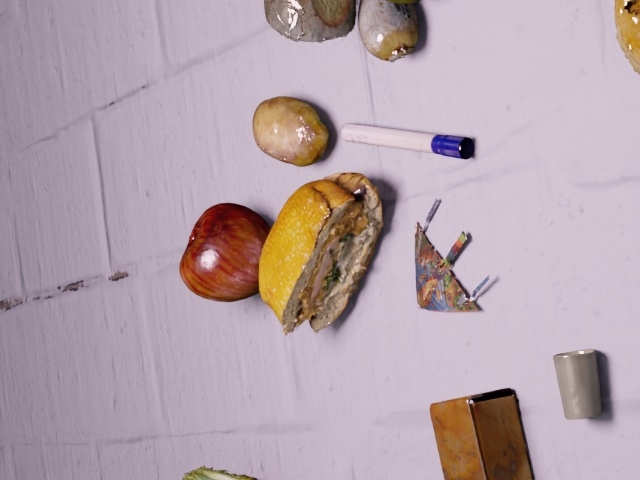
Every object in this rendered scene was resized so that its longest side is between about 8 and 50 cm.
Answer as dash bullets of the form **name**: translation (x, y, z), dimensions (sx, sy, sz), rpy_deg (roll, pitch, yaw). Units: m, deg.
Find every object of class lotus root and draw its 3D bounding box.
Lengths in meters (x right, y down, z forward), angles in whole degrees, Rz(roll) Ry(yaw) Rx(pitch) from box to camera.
- **lotus root**: translation (0.095, -0.332, 1.744), dimensions (0.088, 0.088, 0.165), rpy_deg (-44, 48, 44)

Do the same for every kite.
- **kite**: translation (0.177, 0.045, 1.728), dimensions (0.183, 0.010, 0.160), rpy_deg (59, 138, 34)

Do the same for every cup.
- **cup**: translation (0.324, 0.184, 1.524), dimensions (0.075, 0.054, 0.083), rpy_deg (-10, 88, 50)

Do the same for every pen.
- **pen**: translation (0.123, -0.149, 1.761), dimensions (0.269, 0.033, 0.033), rpy_deg (13, 104, 50)

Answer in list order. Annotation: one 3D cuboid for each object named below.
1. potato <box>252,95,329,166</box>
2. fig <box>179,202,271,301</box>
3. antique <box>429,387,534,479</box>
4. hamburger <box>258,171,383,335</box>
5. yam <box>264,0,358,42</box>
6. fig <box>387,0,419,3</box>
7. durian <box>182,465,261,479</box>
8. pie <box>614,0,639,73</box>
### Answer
- **potato**: translation (-0.048, -0.178, 1.933), dimensions (0.170, 0.080, 0.107), rpy_deg (19, 100, 46)
- **fig**: translation (-0.128, 0.035, 2.022), dimensions (0.175, 0.207, 0.175), rpy_deg (-159, 90, -80)
- **antique**: translation (0.239, 0.363, 1.615), dimensions (0.087, 0.093, 0.310), rpy_deg (-22, 77, 50)
- **hamburger**: translation (0.000, 0.000, 1.846), dimensions (0.156, 0.144, 0.283), rpy_deg (57, 133, 45)
- **yam**: translation (-0.017, -0.424, 1.715), dimensions (0.154, 0.154, 0.254), rpy_deg (23, 123, 48)
- **fig**: translation (0.100, -0.444, 1.697), dimensions (0.149, 0.149, 0.245), rpy_deg (-63, 37, 33)
- **durian**: translation (-0.112, 0.506, 1.984), dimensions (0.394, 0.198, 0.163), rpy_deg (43, 126, 43)
- **pie**: translation (0.430, -0.288, 1.322), dimensions (0.308, 0.085, 0.308), rpy_deg (8, 100, 50)
